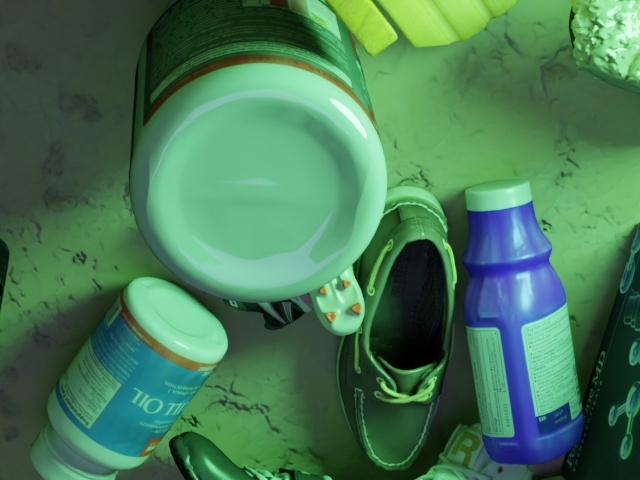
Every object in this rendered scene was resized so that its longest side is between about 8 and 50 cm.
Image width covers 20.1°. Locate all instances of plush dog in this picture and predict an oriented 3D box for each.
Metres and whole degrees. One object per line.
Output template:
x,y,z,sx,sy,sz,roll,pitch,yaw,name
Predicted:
0.385,-0.216,1.665,0.262,0.211,0.225,28,82,-45,plush dog

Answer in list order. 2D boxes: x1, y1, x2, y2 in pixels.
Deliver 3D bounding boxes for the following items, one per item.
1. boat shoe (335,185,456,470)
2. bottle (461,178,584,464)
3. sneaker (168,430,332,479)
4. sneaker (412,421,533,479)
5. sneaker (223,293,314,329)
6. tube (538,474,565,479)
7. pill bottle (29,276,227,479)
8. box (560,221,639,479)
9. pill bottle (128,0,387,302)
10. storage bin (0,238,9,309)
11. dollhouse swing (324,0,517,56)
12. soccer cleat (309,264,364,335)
0.082,0.109,1.862,0.117,0.096,0.324,2,116,-7,boat shoe
0.199,0.081,1.830,0.092,0.118,0.282,-3,102,34,bottle
-0.024,0.293,1.950,0.146,0.122,0.330,-45,112,-3,sneaker
0.114,0.258,1.884,0.292,0.108,0.169,24,90,-52,sneaker
-0.080,0.032,1.825,0.077,0.072,0.178,-41,112,16,sneaker
0.321,0.279,1.995,0.240,0.070,0.062,-19,155,7,tube
-0.202,0.156,1.847,0.124,0.124,0.221,29,111,-18,pill bottle
0.416,0.176,1.728,0.212,0.395,0.293,14,99,-10,box
-0.060,-0.114,1.588,0.210,0.363,0.210,-2,117,-3,pill bottle
-0.388,0.084,1.817,0.122,0.084,0.180,10,115,-10,storage bin
0.175,-0.271,1.517,0.347,0.315,0.305,-36,127,7,dollhouse swing
0.000,0.000,1.803,0.068,0.076,0.196,-12,86,-6,soccer cleat
